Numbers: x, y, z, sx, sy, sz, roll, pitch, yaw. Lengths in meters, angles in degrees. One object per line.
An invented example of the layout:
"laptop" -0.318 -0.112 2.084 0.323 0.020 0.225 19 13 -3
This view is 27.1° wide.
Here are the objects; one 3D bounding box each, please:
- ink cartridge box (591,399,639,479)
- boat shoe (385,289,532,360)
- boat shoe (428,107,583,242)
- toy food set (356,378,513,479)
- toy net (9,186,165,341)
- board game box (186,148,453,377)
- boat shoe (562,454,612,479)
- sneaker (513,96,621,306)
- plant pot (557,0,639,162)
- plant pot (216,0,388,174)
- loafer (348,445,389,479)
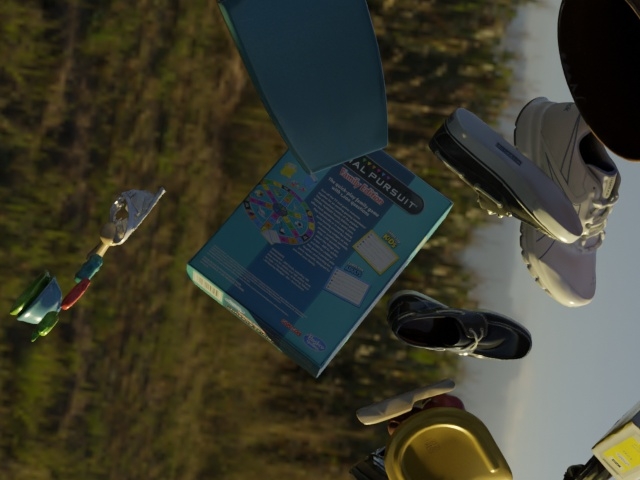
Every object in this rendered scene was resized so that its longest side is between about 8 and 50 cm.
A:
"ink cartridge box" 0.414 0.128 1.362 0.303 0.072 0.307 -41 170 -10
"boat shoe" 0.212 0.144 2.001 0.079 0.233 0.084 -102 -150 -67
"boat shoe" 0.229 -0.068 1.644 0.070 0.219 0.078 -50 172 32
"toy food set" 0.136 0.238 1.537 0.218 0.128 0.071 61 7 -24
"toy net" -0.273 0.014 1.560 0.232 0.045 0.122 -49 -168 -4
"board game box" 0.000 0.000 2.023 0.336 0.254 0.079 -50 173 -18
"boat shoe" 0.394 0.360 2.006 0.056 0.049 0.152 -25 162 -47
"sneaker" 0.345 -0.049 1.812 0.111 0.129 0.297 -24 109 -43
"plant pot" 0.425 -0.227 1.504 0.215 0.230 0.215 159 -90 -75
"plant pot" -0.011 -0.211 1.613 0.165 0.166 0.234 -116 -174 -76
"loafer" 0.102 0.369 2.129 0.084 0.096 0.267 -48 -179 -7
